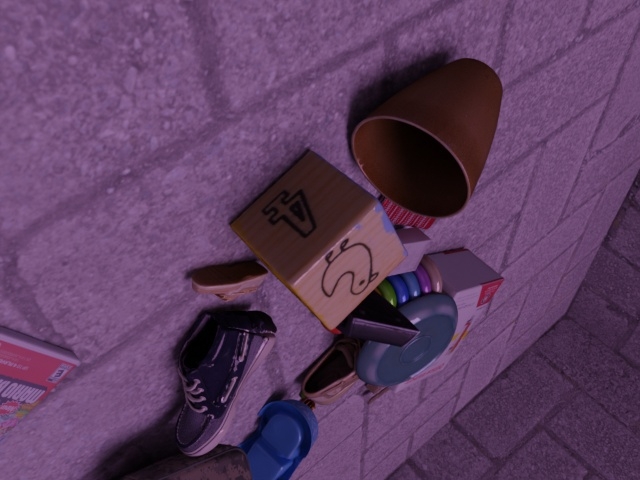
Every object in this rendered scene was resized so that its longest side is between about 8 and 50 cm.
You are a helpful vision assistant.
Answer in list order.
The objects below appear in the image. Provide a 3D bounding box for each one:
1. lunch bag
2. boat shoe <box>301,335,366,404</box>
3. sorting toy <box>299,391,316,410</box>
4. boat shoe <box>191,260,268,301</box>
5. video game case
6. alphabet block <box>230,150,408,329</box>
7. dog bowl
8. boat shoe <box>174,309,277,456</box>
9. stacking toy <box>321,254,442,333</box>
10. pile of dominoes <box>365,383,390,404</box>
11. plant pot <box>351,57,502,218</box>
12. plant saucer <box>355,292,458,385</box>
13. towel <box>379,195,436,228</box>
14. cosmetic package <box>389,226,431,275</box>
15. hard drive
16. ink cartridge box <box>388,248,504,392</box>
[{"bbox_3d":[-0.319,0.562,1.364,0.305,0.256,0.212,-9,88,-48],"label":"lunch bag"},{"bbox_3d":[0.094,0.303,1.697,0.341,0.122,0.110,-45,152,-2],"label":"boat shoe"},{"bbox_3d":[-0.025,0.441,1.788,0.061,0.042,0.101,-30,146,-28],"label":"sorting toy"},{"bbox_3d":[-0.163,0.080,1.144,0.170,0.063,0.059,-6,125,-51],"label":"boat shoe"},{"bbox_3d":[-0.514,0.247,0.918,0.285,0.025,0.204,-45,151,-4],"label":"video game case"},{"bbox_3d":[0.000,0.000,1.110,0.197,0.193,0.192,-45,141,-6],"label":"alphabet block"},{"bbox_3d":[-0.113,0.540,1.681,0.297,0.166,0.074,-59,160,19],"label":"dog bowl"},{"bbox_3d":[-0.232,0.277,1.253,0.158,0.127,0.340,17,104,-51],"label":"boat shoe"},{"bbox_3d":[0.139,0.143,1.566,0.331,0.141,0.141,-21,142,-32],"label":"stacking toy"},{"bbox_3d":[0.242,0.441,2.175,0.251,0.040,0.195,-16,138,-56],"label":"pile of dominoes"},{"bbox_3d":[0.224,-0.210,1.175,0.254,0.237,0.237,-51,155,-26],"label":"plant pot"},{"bbox_3d":[0.235,0.269,1.645,0.318,0.043,0.317,-23,138,-22],"label":"plant saucer"},{"bbox_3d":[0.237,-0.117,1.472,0.275,0.031,0.198,8,121,-54],"label":"towel"},{"bbox_3d":[0.142,0.032,1.475,0.239,0.060,0.098,-7,130,-41],"label":"cosmetic package"},{"bbox_3d":[0.063,0.126,1.260,0.172,0.255,0.054,15,103,-30],"label":"hard drive"},{"bbox_3d":[0.323,0.230,1.872,0.279,0.160,0.384,-8,133,-48],"label":"ink cartridge box"}]
